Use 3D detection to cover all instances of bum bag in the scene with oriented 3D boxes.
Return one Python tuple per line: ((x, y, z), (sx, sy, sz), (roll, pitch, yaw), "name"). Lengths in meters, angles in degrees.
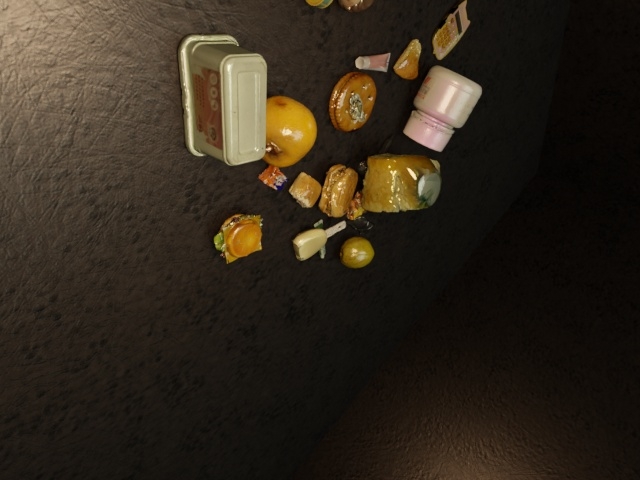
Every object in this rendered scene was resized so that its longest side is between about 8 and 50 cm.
((0.194, -0.077, 1.900), (0.087, 0.049, 0.198), (-22, 154, 23), "bum bag")

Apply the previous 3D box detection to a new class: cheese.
((0.002, -0.016, 1.678), (0.252, 0.054, 0.127), (-29, 139, -18), "cheese")

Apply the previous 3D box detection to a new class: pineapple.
((0.166, -0.150, 1.812), (0.137, 0.069, 0.116), (-51, 151, 6), "pineapple")

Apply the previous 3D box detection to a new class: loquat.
((-0.113, -0.322, 1.204), (0.208, 0.208, 0.208), (-30, 137, -33), "loquat")

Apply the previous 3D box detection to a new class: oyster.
((0.127, -0.466, 1.431), (0.098, 0.037, 0.100), (-46, 129, -49), "oyster")

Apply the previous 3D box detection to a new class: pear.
((0.165, 0.057, 1.894), (0.162, 0.149, 0.148), (-8, 124, -26), "pear")

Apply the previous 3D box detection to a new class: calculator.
((0.547, -0.886, 1.722), (0.236, 0.033, 0.157), (-52, 146, -4), "calculator")

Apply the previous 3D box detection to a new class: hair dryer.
((0.248, -0.365, 1.749), (0.255, 0.070, 0.128), (-62, 145, -7), "hair dryer")

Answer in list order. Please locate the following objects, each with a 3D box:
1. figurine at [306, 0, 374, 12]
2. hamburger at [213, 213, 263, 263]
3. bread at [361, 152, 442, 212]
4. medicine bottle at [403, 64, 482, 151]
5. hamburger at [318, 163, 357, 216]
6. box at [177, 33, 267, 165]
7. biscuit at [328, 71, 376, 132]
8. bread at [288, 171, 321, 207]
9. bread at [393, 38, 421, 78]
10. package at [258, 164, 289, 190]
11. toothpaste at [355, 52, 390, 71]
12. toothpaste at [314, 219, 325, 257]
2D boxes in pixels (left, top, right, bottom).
((0.078, -0.740, 1.172), (0.276, 0.161, 0.158), (-13, 149, -44), "figurine")
((-0.273, -0.017, 1.346), (0.190, 0.093, 0.164), (-15, 126, -46), "hamburger")
((0.376, -0.241, 1.709), (0.395, 0.264, 0.239), (-14, 112, -50), "bread")
((0.515, -0.563, 1.748), (0.241, 0.241, 0.302), (-5, 129, -49), "medicine bottle")
((0.068, -0.193, 1.583), (0.214, 0.108, 0.213), (19, 90, -76), "hamburger")
((-0.238, -0.352, 1.052), (0.175, 0.182, 0.311), (-24, 133, -38), "box")
((0.120, -0.498, 1.473), (0.220, 0.066, 0.220), (-31, 138, -32), "biscuit")
((-0.051, -0.181, 1.497), (0.106, 0.082, 0.125), (-51, 143, -1), "bread")
((0.341, -0.696, 1.602), (0.136, 0.054, 0.154), (-33, 136, -26), "bread")
((-0.157, -0.218, 1.387), (0.077, 0.033, 0.111), (-40, 134, 15), "package")
((0.198, -0.649, 1.479), (0.194, 0.043, 0.067), (-26, 132, -45), "toothpaste")
((0.000, 0.000, 1.745), (0.049, 0.031, 0.204), (-36, 138, -29), "toothpaste")
